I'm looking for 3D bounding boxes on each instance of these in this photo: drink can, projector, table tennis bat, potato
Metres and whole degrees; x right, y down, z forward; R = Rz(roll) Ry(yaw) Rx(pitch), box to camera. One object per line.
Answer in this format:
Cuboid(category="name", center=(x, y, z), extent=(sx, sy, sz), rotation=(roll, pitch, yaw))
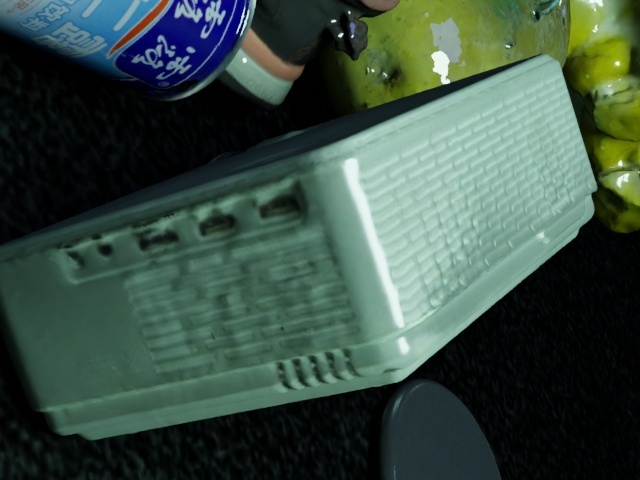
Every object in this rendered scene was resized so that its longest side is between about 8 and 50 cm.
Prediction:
Cuboid(category="drink can", center=(-0.133, -0.136, 0.560), extent=(0.235, 0.097, 0.097), rotation=(22, 56, -52))
Cuboid(category="projector", center=(0.000, 0.000, 0.608), extent=(0.256, 0.192, 0.099), rotation=(-30, 104, -59))
Cuboid(category="table tennis bat", center=(0.077, 0.192, 0.788), extent=(0.150, 0.027, 0.236), rotation=(40, 41, -42))
Cuboid(category="potato", center=(0.084, -0.133, 0.864), extent=(0.169, 0.143, 0.248), rotation=(55, 33, -6))

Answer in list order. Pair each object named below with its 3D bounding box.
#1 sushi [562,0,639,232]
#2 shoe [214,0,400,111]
Cuboid(category="sushi", center=(0.277, -0.199, 1.052), extent=(0.329, 0.328, 0.285), rotation=(57, 44, -26))
Cuboid(category="shoe", center=(-0.019, -0.222, 0.752), extent=(0.114, 0.137, 0.291), rotation=(23, 54, -53))
